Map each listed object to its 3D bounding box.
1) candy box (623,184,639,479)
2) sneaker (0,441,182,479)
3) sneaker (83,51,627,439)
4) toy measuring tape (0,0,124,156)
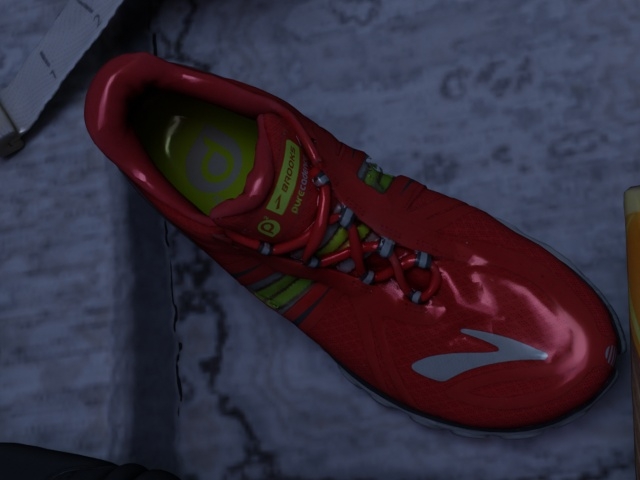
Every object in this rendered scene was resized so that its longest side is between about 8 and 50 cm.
[{"bbox_3d":[0.213,0.133,0.320,0.182,0.087,0.317,-4,76,26],"label":"candy box"},{"bbox_3d":[-0.117,0.234,0.396,0.146,0.104,0.296,-8,72,20],"label":"sneaker"},{"bbox_3d":[0.000,0.000,0.406,0.279,0.118,0.107,29,88,20],"label":"sneaker"},{"bbox_3d":[-0.109,-0.169,0.435,0.330,0.121,0.121,-44,69,21],"label":"toy measuring tape"}]
